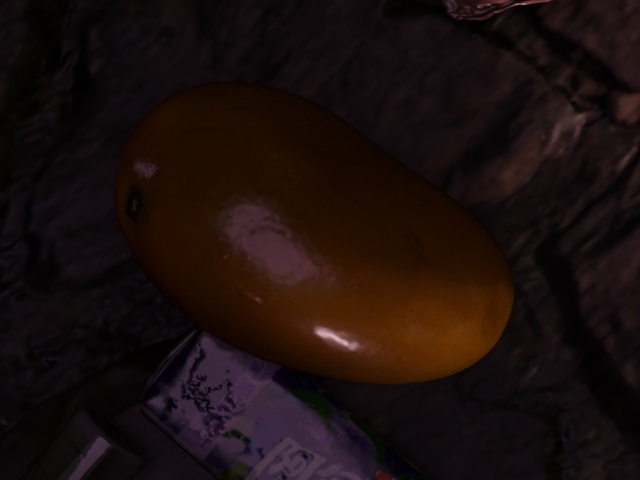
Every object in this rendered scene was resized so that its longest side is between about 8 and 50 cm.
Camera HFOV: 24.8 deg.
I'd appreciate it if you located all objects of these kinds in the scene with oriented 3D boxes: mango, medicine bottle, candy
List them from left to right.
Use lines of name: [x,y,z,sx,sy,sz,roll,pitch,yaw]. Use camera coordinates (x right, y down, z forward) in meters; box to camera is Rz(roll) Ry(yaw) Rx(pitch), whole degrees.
medicine bottle: [-0.195,0.197,0.935,0.057,0.057,0.199,41,92,5]
mango: [-0.005,0.002,0.873,0.254,0.175,0.139,28,129,3]
candy: [0.025,0.169,0.918,0.312,0.061,0.088,40,88,5]

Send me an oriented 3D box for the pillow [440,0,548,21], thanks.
pillow: [0.123,-0.254,0.946,0.135,0.034,0.211,-14,85,7]
